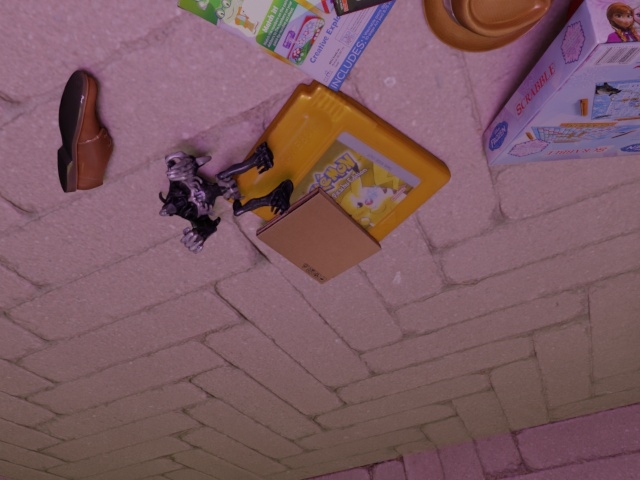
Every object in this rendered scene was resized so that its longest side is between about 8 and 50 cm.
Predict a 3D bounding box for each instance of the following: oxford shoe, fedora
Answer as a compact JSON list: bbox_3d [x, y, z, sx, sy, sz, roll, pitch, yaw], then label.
[{"bbox_3d":[-0.373,-0.172,0.702,0.076,0.076,0.212,-11,143,-40],"label":"oxford shoe"},{"bbox_3d":[0.238,-0.329,0.581,0.194,0.079,0.194,-4,136,-3],"label":"fedora"}]

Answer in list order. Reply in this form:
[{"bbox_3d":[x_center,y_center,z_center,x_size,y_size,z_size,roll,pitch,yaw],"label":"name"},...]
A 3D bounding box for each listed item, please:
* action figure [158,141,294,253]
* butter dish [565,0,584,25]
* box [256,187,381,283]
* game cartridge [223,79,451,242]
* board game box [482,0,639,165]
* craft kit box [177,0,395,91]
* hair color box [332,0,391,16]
[{"bbox_3d":[-0.192,-0.075,0.725,0.275,0.141,0.164,-12,105,28],"label":"action figure"},{"bbox_3d":[0.411,-0.328,0.583,0.159,0.118,0.160,-4,178,-5],"label":"butter dish"},{"bbox_3d":[0.000,0.000,0.869,0.164,0.021,0.201,-32,128,25],"label":"box"},{"bbox_3d":[0.029,-0.107,0.809,0.323,0.053,0.285,24,129,-28],"label":"game cartridge"},{"bbox_3d":[0.451,-0.213,0.634,0.318,0.066,0.318,-4,165,-2],"label":"board game box"},{"bbox_3d":[-0.019,-0.353,0.549,0.246,0.061,0.250,19,131,-27],"label":"craft kit box"},{"bbox_3d":[0.078,-0.327,0.517,0.141,0.043,0.072,-14,135,7],"label":"hair color box"}]
